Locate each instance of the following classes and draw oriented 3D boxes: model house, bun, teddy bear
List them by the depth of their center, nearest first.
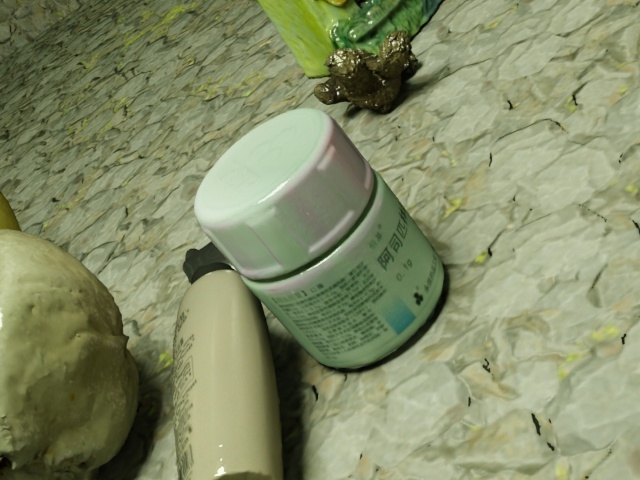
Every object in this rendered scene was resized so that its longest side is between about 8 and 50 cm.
[{"bbox_3d":[-0.270,0.130,0.825,0.282,0.205,0.281,-24,46,28],"label":"bun"},{"bbox_3d":[0.053,-0.171,1.014,0.119,0.078,0.160,-21,7,-3],"label":"teddy bear"},{"bbox_3d":[0.024,-0.337,1.138,0.194,0.211,0.170,-48,27,-18],"label":"model house"}]

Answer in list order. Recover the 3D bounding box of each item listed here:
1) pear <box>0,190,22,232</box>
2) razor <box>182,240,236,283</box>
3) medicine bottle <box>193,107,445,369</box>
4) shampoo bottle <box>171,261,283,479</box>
[{"bbox_3d":[-0.507,0.051,1.081,0.348,0.348,0.348,-29,30,19],"label":"pear"},{"bbox_3d":[-0.061,0.004,0.908,0.148,0.054,0.090,-40,28,0],"label":"razor"},{"bbox_3d":[0.000,0.000,0.722,0.135,0.168,0.135,-30,30,19],"label":"medicine bottle"},{"bbox_3d":[-0.075,0.105,0.728,0.078,0.127,0.257,3,35,-14],"label":"shampoo bottle"}]
